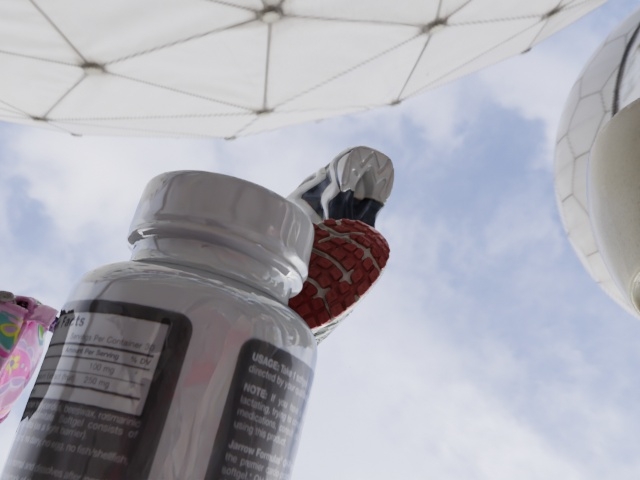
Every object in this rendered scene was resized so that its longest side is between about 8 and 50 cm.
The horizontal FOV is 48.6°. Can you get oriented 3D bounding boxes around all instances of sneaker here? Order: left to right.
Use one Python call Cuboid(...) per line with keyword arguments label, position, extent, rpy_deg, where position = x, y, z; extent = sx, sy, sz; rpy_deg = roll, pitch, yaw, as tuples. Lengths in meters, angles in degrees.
Cuboid(label="sneaker", position=(-0.031, 0.067, 0.637), extent=(0.225, 0.093, 0.088), rpy_deg=(-41, -109, -3))
Cuboid(label="sneaker", position=(0.000, 0.000, 0.879), extent=(0.094, 0.153, 0.235), rpy_deg=(16, -96, -22))

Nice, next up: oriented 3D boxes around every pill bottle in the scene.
Cuboid(label="pill bottle", position=(-0.100, 0.121, 0.463), extent=(0.176, 0.176, 0.318), rpy_deg=(12, -112, 4))

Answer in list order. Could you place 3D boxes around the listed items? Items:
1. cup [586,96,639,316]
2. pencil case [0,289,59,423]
Cuboid(label="cup", position=(0.504, -0.010, 0.927), extent=(0.331, 0.331, 0.237), rpy_deg=(26, -129, 7))
Cuboid(label="pencil case", position=(-0.379, 0.058, 0.614), extent=(0.284, 0.124, 0.124), rpy_deg=(22, -99, -7))
